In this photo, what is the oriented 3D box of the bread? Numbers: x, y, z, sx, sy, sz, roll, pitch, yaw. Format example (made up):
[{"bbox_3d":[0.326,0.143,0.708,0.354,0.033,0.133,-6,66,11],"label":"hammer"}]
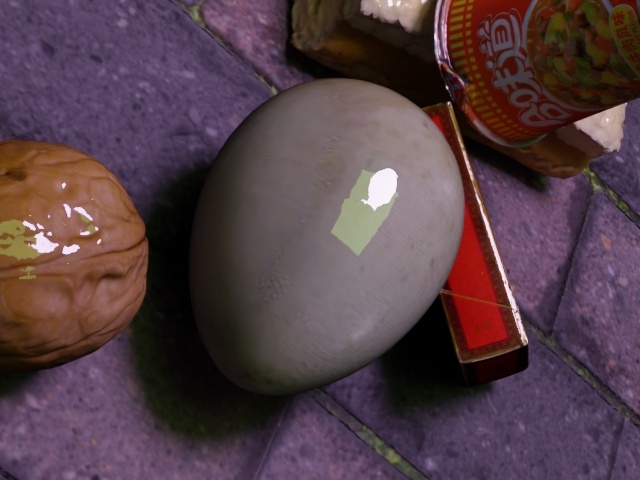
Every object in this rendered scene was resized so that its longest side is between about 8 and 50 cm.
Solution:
[{"bbox_3d":[0.157,-0.236,1.556,0.375,0.165,0.236,25,58,-32],"label":"bread"}]

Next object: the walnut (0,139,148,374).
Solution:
[{"bbox_3d":[-0.215,0.012,1.087,0.207,0.167,0.167,-16,80,-48],"label":"walnut"}]

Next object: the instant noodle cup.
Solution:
[{"bbox_3d":[0.241,-0.191,1.358,0.193,0.212,0.193,9,77,-42],"label":"instant noodle cup"}]

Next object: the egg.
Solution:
[{"bbox_3d":[0.000,0.000,1.245,0.218,0.218,0.295,41,51,-19],"label":"egg"}]

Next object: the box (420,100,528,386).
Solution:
[{"bbox_3d":[0.129,0.007,1.414,0.074,0.153,0.240,-16,75,0],"label":"box"}]
